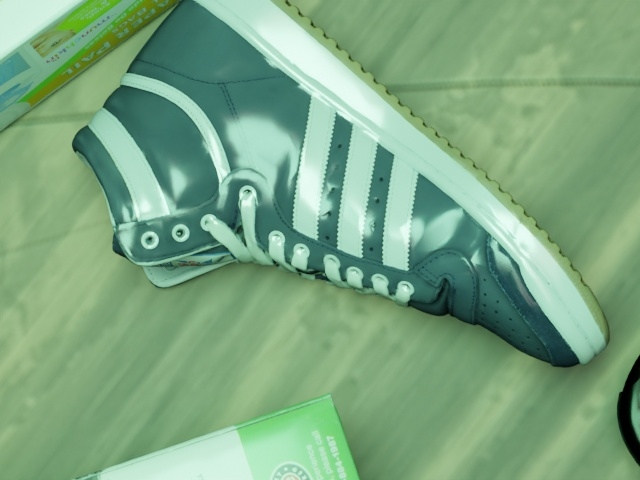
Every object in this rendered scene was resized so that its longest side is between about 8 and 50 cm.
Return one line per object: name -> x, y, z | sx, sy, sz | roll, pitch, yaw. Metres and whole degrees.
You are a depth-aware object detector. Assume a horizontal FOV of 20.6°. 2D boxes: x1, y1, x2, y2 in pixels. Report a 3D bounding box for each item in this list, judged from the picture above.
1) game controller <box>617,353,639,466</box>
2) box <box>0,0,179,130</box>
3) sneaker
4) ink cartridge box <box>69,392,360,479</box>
game controller -> 0.308, 0.128, 0.885 | 0.319, 0.067, 0.166 | 38, 88, 4
box -> -0.131, -0.158, 0.899 | 0.203, 0.114, 0.103 | -36, 84, -1
sneaker -> 0.000, 0.000, 0.888 | 0.282, 0.099, 0.153 | 43, 83, 11
ink cartridge box -> -0.074, 0.185, 0.842 | 0.219, 0.092, 0.160 | -17, 80, -5
